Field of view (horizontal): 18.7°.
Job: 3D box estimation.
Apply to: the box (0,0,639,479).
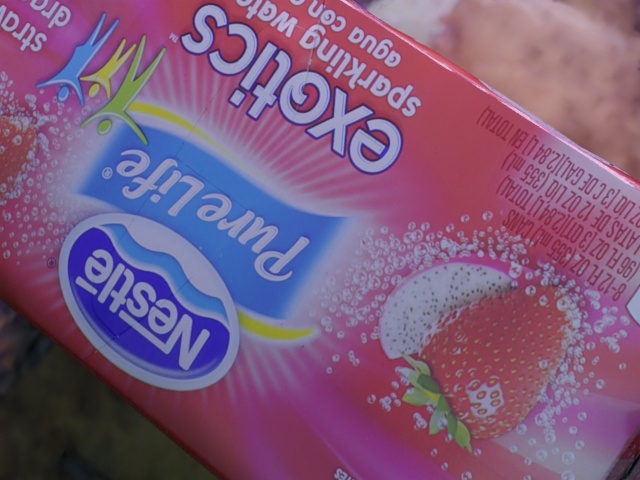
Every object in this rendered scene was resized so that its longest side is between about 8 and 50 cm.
[{"bbox_3d":[0.000,0.000,0.549,0.257,0.128,0.123,36,94,26],"label":"box"}]
